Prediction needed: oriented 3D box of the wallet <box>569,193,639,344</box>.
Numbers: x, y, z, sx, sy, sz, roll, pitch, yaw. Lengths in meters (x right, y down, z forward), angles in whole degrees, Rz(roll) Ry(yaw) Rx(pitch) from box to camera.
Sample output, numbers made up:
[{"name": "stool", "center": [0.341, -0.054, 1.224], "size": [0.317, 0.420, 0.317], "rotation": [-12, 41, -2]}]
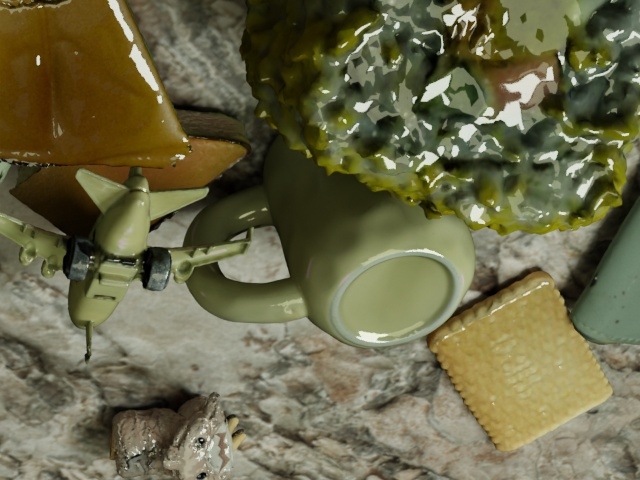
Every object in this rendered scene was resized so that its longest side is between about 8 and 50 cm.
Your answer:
[{"name": "wallet", "center": [0.449, -0.021, 1.939], "size": [0.252, 0.083, 0.360], "rotation": [10, 124, -26]}]

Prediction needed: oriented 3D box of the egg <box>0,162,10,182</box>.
[{"name": "egg", "center": [-0.346, -0.070, 1.555], "size": [0.164, 0.131, 0.131], "rotation": [-31, 138, -21]}]

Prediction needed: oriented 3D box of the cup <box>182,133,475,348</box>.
[{"name": "cup", "center": [0.007, -0.015, 1.681], "size": [0.255, 0.202, 0.173], "rotation": [1, 133, -20]}]

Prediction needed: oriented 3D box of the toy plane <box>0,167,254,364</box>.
[{"name": "toy plane", "center": [-0.191, 0.015, 1.617], "size": [0.242, 0.104, 0.256], "rotation": [6, 138, -18]}]

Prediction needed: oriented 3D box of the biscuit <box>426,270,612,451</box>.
[{"name": "biscuit", "center": [0.230, 0.141, 2.033], "size": [0.160, 0.030, 0.249], "rotation": [-30, 134, 6]}]

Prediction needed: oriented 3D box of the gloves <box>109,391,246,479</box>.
[{"name": "gloves", "center": [-0.155, 0.221, 1.914], "size": [0.144, 0.094, 0.110], "rotation": [-15, 123, 2]}]

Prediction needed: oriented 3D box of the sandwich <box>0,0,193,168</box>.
[{"name": "sandwich", "center": [-0.205, -0.181, 1.484], "size": [0.227, 0.155, 0.198], "rotation": [4, 128, -25]}]

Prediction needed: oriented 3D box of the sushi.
[{"name": "sushi", "center": [0.116, -0.218, 1.475], "size": [0.351, 0.240, 0.396], "rotation": [15, 105, -21]}]

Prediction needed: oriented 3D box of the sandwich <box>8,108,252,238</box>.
[{"name": "sandwich", "center": [-0.185, -0.083, 1.648], "size": [0.193, 0.058, 0.162], "rotation": [-35, 133, 14]}]
